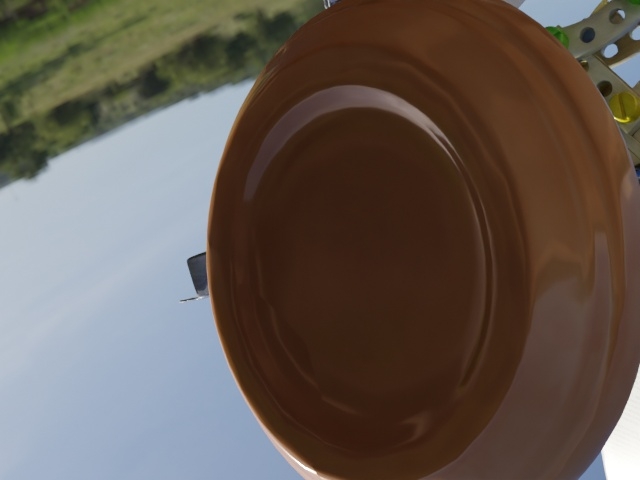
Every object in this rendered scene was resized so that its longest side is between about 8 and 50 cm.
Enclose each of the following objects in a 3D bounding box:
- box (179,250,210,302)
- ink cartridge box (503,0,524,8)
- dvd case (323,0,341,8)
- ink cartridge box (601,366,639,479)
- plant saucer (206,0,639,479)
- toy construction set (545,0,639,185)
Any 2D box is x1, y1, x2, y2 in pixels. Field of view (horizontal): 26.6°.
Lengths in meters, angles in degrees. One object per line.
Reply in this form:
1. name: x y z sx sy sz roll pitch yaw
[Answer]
1. box: 0.000 0.000 0.957 0.136 0.037 0.225 -18 180 -36
2. ink cartridge box: 0.121 -0.279 1.808 0.233 0.168 0.171 -50 -172 -30
3. dvd case: 0.053 -0.343 1.249 0.164 0.221 0.018 -26 -149 -22
4. ink cartridge box: 0.276 0.096 0.900 0.060 0.239 0.275 -21 -161 -23
5. plant saucer: 0.022 0.008 0.482 0.037 0.200 0.200 -5 173 -45
6. toy construction set: 0.338 -0.149 1.324 0.215 0.328 0.151 -49 140 15
